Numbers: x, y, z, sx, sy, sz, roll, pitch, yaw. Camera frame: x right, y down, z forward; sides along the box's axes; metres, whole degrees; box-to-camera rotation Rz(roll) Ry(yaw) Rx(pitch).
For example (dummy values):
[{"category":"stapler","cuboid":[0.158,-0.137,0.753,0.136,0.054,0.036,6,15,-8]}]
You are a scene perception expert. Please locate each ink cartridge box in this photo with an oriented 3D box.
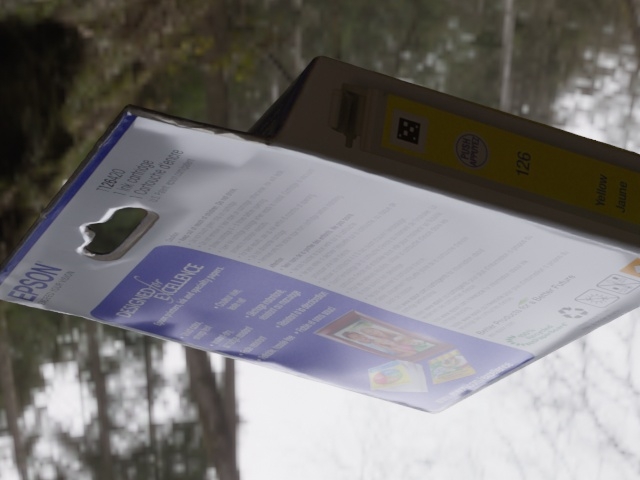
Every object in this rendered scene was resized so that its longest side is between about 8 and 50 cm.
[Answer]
[{"category":"ink cartridge box","cuboid":[0.000,0.000,0.974,0.307,0.303,0.072,18,-114,-18]}]
